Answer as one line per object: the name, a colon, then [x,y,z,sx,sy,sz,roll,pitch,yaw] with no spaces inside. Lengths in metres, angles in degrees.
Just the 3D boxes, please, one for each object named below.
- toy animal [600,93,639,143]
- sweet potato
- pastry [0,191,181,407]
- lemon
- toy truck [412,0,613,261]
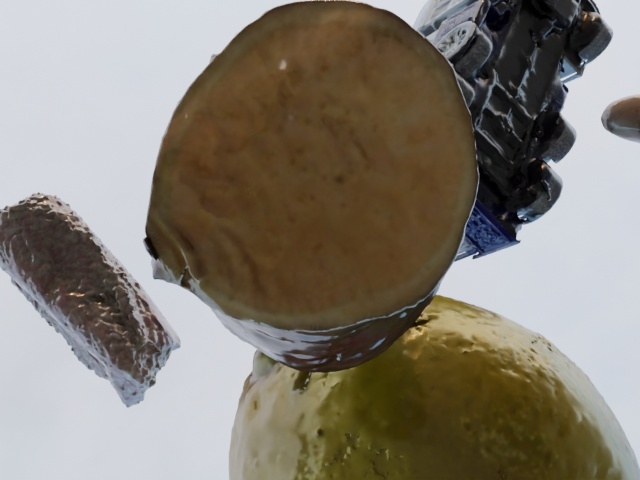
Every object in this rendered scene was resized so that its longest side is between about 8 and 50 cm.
toy animal: [0.249,-0.013,0.569,0.154,0.166,0.250,-9,-127,-12]
sweet potato: [0.003,-0.001,0.571,0.131,0.337,0.131,0,-100,2]
pastry: [-0.234,0.039,1.109,0.265,0.103,0.112,34,-115,14]
lemon: [0.071,0.152,0.724,0.263,0.236,0.236,16,-111,-6]
toy truck: [0.108,-0.110,0.915,0.124,0.155,0.268,44,-131,-20]
